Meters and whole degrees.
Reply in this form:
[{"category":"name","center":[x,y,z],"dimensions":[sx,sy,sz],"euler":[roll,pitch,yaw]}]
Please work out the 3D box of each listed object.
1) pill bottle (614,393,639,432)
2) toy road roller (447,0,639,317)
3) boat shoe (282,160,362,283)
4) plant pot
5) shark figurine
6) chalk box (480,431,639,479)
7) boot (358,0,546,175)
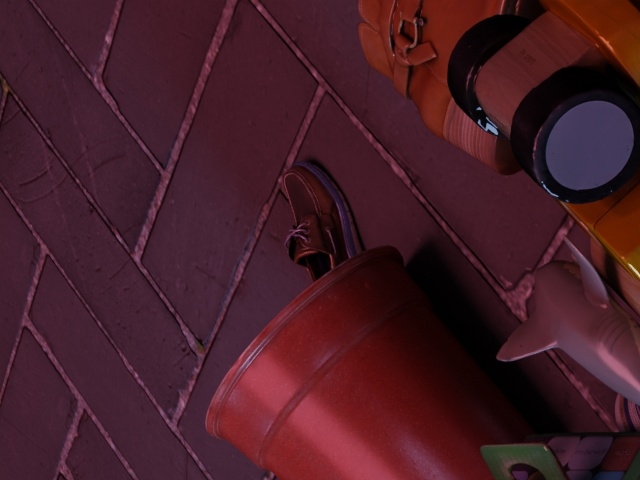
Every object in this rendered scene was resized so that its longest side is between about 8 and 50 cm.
[{"category":"pill bottle","center":[0.338,0.129,1.531],"dimensions":[0.094,0.094,0.169],"euler":[61,144,11]},{"category":"toy road roller","center":[0.284,-0.092,1.417],"dimensions":[0.329,0.240,0.202],"euler":[47,-176,-28]},{"category":"boat shoe","center":[0.000,0.000,1.936],"dimensions":[0.066,0.066,0.183],"euler":[-40,75,53]},{"category":"plant pot","center":[0.071,0.193,1.794],"dimensions":[0.265,0.272,0.272],"euler":[45,139,18]},{"category":"shark figurine","center":[0.201,0.071,1.545],"dimensions":[0.166,0.116,0.278],"euler":[51,-179,-15]},{"category":"chalk box","center":[0.244,0.286,1.562],"dimensions":[0.289,0.179,0.180],"euler":[46,151,-22]},{"category":"boot","center":[0.132,-0.223,1.638],"dimensions":[0.220,0.109,0.283],"euler":[43,145,37]}]
